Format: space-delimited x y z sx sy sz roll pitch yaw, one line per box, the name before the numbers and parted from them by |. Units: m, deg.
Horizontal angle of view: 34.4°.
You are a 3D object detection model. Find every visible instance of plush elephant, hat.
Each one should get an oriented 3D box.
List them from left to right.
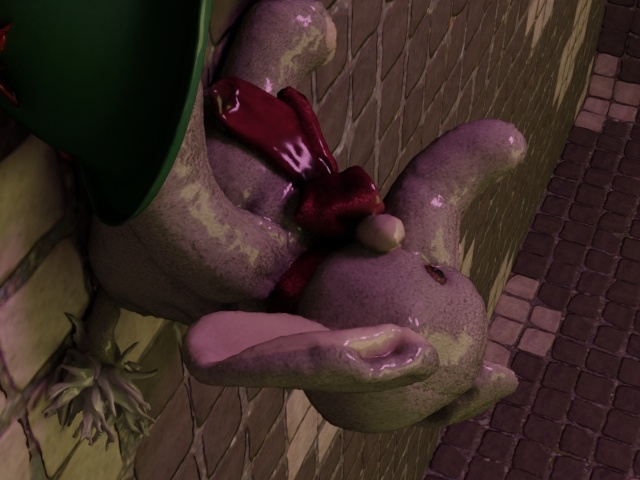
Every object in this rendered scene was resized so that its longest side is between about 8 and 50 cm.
hat | -0.154 -0.103 0.404 0.208 0.183 0.173 -54 -137 46
plush elephant | 0.000 0.000 0.605 0.272 0.255 0.330 26 82 -73
